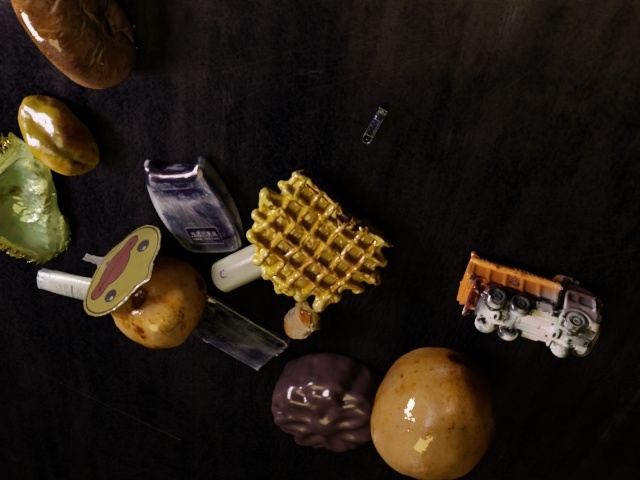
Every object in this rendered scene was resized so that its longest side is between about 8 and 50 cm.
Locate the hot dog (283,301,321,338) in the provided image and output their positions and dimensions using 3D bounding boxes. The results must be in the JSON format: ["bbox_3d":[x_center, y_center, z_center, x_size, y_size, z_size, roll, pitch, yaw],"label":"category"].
[{"bbox_3d":[-0.032,0.171,1.827,0.078,0.061,0.169,59,152,4],"label":"hot dog"}]

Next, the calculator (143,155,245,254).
[{"bbox_3d":[-0.256,-0.062,1.695,0.177,0.040,0.268,-2,138,21],"label":"calculator"}]

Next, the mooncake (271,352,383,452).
[{"bbox_3d":[0.021,0.400,1.981,0.282,0.141,0.283,8,136,8],"label":"mooncake"}]

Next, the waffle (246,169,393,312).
[{"bbox_3d":[-0.001,-0.001,1.607,0.283,0.065,0.310,-6,119,-2],"label":"waffle"}]

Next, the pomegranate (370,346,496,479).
[{"bbox_3d":[0.247,0.368,1.770,0.307,0.307,0.307,9,135,9],"label":"pomegranate"}]

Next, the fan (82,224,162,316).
[{"bbox_3d":[-0.444,0.057,1.763,0.011,0.230,0.335,42,160,-33],"label":"fan"}]

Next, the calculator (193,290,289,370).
[{"bbox_3d":[-0.217,0.213,1.958,0.261,0.021,0.161,34,134,-15],"label":"calculator"}]

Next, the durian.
[{"bbox_3d":[-0.664,-0.084,1.785,0.198,0.163,0.394,-23,139,-14],"label":"durian"}]

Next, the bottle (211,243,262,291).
[{"bbox_3d":[-0.136,0.043,1.725,0.201,0.072,0.072,-25,121,32],"label":"bottle"}]

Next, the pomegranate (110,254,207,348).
[{"bbox_3d":[-0.351,0.130,1.804,0.215,0.215,0.215,9,135,9],"label":"pomegranate"}]

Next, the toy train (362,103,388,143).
[{"bbox_3d":[0.096,-0.205,1.452,0.017,0.017,0.083,26,135,-5],"label":"toy train"}]

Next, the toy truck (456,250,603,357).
[{"bbox_3d":[0.404,0.126,1.600,0.270,0.135,0.114,18,138,7],"label":"toy truck"}]

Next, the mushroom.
[{"bbox_3d":[-0.430,-0.363,1.375,0.156,0.151,0.286,-17,126,29],"label":"mushroom"}]

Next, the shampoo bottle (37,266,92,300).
[{"bbox_3d":[-0.565,0.110,1.951,0.212,0.049,0.072,13,139,4],"label":"shampoo bottle"}]

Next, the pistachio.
[{"bbox_3d":[-0.510,-0.197,1.595,0.100,0.110,0.189,16,148,51],"label":"pistachio"}]
